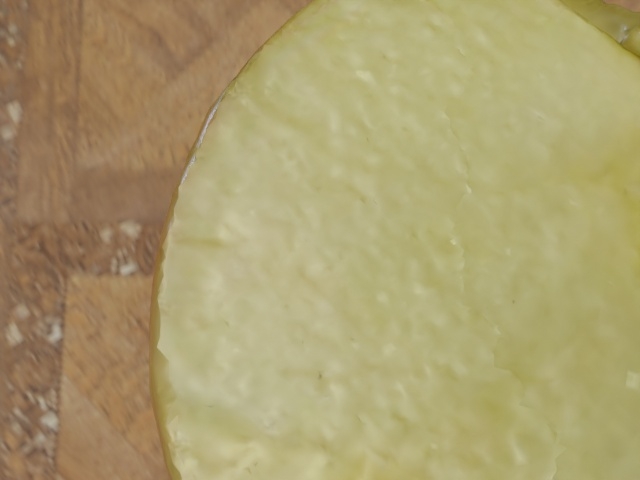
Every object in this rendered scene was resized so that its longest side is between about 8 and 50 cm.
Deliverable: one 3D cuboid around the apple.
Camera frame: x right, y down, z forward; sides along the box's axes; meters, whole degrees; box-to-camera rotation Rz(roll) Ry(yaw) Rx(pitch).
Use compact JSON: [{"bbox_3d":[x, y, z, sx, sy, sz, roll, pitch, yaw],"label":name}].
[{"bbox_3d":[0.083,0.064,0.640,0.309,0.314,0.252,43,112,13],"label":"apple"}]
